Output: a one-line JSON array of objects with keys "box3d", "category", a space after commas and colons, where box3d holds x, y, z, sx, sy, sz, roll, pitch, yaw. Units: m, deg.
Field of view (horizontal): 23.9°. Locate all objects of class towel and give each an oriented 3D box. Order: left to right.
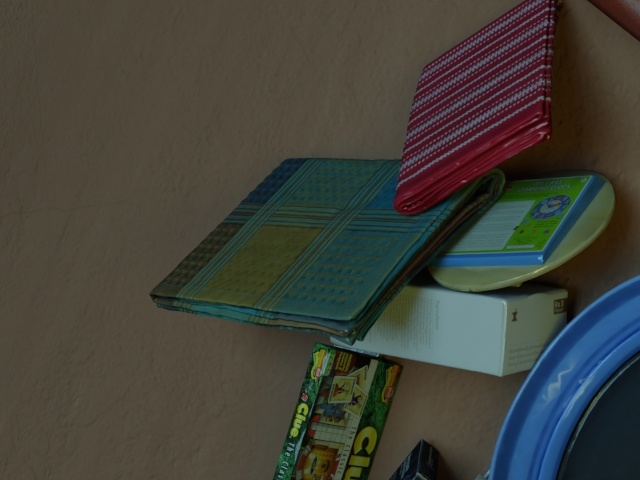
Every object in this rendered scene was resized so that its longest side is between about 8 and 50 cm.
[{"box3d": [0.000, 0.000, 1.661, 0.271, 0.040, 0.370, -45, 28, -27], "category": "towel"}, {"box3d": [0.170, -0.150, 1.604, 0.199, 0.031, 0.275, -31, 26, 30], "category": "towel"}]

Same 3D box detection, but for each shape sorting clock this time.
[{"box3d": [0.206, -0.010, 1.552, 0.206, 0.040, 0.206, -24, 27, 14], "category": "shape sorting clock"}]

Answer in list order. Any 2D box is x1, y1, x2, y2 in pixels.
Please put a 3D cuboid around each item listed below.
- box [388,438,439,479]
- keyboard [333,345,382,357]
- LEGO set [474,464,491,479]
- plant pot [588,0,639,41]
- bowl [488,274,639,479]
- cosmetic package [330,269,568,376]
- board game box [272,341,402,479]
[{"box3d": [0.068, 0.295, 1.605, 0.029, 0.116, 0.162, 35, 103, -1], "category": "box"}, {"box3d": [0.021, 0.191, 1.734, 0.072, 0.014, 0.256, 17, 89, 41], "category": "keyboard"}, {"box3d": [0.082, 0.322, 1.533, 0.060, 0.182, 0.244, 37, 115, 9], "category": "LEGO set"}, {"box3d": [0.351, -0.300, 1.448, 0.272, 0.272, 0.265, -49, 61, 19], "category": "plant pot"}, {"box3d": [0.320, 0.210, 1.373, 0.391, 0.077, 0.391, -32, 42, 35], "category": "bowl"}, {"box3d": [0.133, 0.082, 1.592, 0.231, 0.117, 0.085, 9, 101, 43], "category": "cosmetic package"}, {"box3d": [0.005, 0.247, 1.653, 0.030, 0.136, 0.260, 17, 90, 38], "category": "board game box"}]
